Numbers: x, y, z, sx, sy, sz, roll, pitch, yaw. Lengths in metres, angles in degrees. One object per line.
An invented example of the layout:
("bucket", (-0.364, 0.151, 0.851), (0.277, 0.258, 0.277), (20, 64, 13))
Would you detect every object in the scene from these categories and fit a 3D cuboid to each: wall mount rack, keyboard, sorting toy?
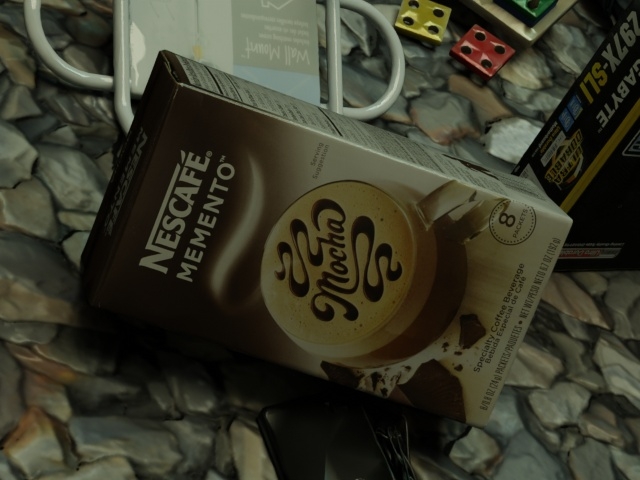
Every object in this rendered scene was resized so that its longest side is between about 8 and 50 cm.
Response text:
("wall mount rack", (-0.051, -0.127, 1.571), (0.350, 0.130, 0.304), (4, 75, -30))
("keyboard", (0.030, 0.184, 1.347), (0.100, 0.038, 0.192), (-13, 52, -14))
("sorting toy", (0.180, -0.260, 1.876), (0.132, 0.046, 0.274), (38, 54, 13))

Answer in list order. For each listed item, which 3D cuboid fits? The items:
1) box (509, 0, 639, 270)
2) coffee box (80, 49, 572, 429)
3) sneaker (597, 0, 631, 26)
("box", (0.330, -0.085, 1.668), (0.322, 0.257, 0.079), (0, 46, -36))
("coffee box", (0.000, 0.000, 1.391), (0.297, 0.168, 0.119), (18, 12, -16))
("sneaker", (0.268, -0.281, 1.993), (0.226, 0.086, 0.163), (14, 37, -23))
